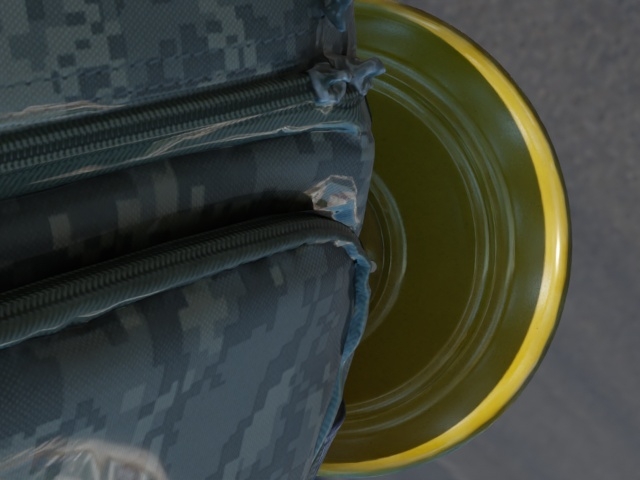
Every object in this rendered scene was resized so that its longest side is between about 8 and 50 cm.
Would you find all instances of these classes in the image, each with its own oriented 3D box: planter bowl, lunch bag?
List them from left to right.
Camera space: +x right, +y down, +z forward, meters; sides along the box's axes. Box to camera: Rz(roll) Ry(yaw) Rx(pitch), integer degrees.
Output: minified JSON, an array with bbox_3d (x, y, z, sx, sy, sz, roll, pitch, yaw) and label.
[{"bbox_3d":[-0.127,0.010,0.444,0.213,0.256,0.305,7,-166,31],"label":"lunch bag"},{"bbox_3d":[0.000,0.000,0.915,0.217,0.217,0.090,33,166,-14],"label":"planter bowl"}]
